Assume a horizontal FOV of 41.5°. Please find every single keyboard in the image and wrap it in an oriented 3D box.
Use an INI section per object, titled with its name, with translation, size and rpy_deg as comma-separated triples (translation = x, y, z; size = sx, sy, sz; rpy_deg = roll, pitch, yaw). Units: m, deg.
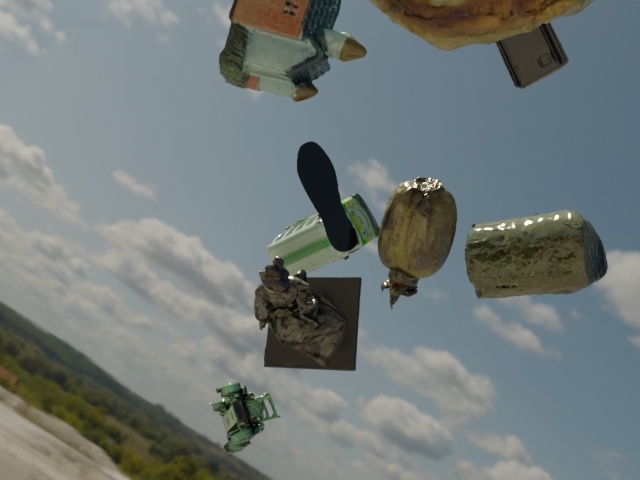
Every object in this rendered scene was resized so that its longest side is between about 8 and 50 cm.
[keyboard]
translation = 0.299, -0.355, 1.306
size = 0.093, 0.025, 0.230
rpy_deg = -27, -97, 35

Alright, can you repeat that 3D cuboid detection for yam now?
[yam]
translation = 0.510, 0.034, 1.992
size = 0.300, 0.195, 0.195
rpy_deg = -6, -35, 30

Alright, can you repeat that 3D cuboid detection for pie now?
[pie]
translation = 0.182, -0.359, 0.956
size = 0.315, 0.315, 0.092
rpy_deg = 29, -3, 12

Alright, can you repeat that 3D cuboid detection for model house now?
[model house]
translation = -0.043, -0.407, 1.730
size = 0.291, 0.253, 0.184
rpy_deg = 20, -3, 12

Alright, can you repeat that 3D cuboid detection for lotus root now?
[lotus root]
translation = 0.194, 0.005, 1.748
size = 0.154, 0.278, 0.154
rpy_deg = 11, 14, -3

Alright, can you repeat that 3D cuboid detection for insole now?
[insole]
translation = 0.011, -0.093, 1.800
size = 0.253, 0.086, 0.005
rpy_deg = 69, -22, 8

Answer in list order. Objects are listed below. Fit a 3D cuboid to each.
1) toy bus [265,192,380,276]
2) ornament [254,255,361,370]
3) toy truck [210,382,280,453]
[toy bus]
translation = 0.000, 0.000, 2.156
size = 0.276, 0.164, 0.134
rpy_deg = -26, -83, 43
[ornament]
translation = -0.045, 0.098, 1.273
size = 0.166, 0.153, 0.196
rpy_deg = -2, -23, 18
[toy truck]
translation = -0.103, 0.243, 1.178
size = 0.154, 0.078, 0.080
rpy_deg = 118, -45, -66
